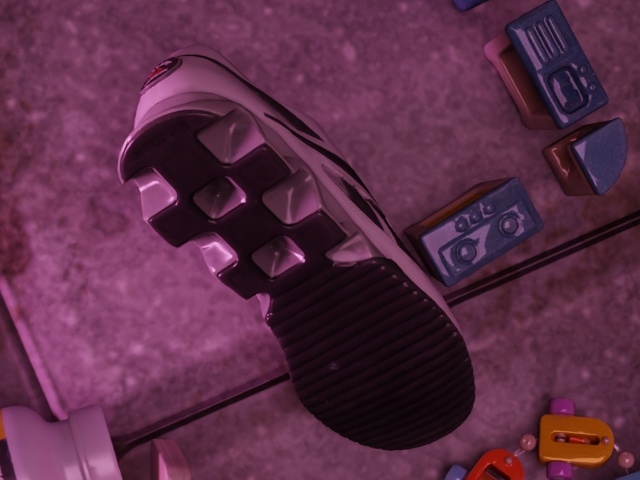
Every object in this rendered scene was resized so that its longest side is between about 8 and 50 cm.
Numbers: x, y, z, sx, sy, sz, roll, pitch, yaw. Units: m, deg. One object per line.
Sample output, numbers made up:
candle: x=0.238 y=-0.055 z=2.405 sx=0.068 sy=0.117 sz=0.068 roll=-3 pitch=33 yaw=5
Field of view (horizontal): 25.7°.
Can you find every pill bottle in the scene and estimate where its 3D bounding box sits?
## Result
pill bottle: x=-0.220 y=0.165 z=0.896 sx=0.184 sy=0.103 sz=0.103 roll=-16 pitch=94 yaw=-10

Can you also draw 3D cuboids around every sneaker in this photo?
sneaker: x=0.000 y=0.000 z=0.933 sx=0.122 sy=0.146 sz=0.330 roll=-26 pitch=121 yaw=17

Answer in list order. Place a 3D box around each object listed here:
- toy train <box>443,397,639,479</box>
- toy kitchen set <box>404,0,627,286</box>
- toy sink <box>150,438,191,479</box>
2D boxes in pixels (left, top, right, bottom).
toy train: x=0.176 y=0.186 z=0.990 sx=0.166 sy=0.046 sz=0.125 roll=30 pitch=72 yaw=14
toy kitchen set: x=0.104 y=-0.098 z=0.946 sx=0.166 sy=0.122 sz=0.207 roll=-31 pitch=96 yaw=-9
toy sink: x=-0.041 y=0.250 z=0.908 sx=0.131 sy=0.153 sz=0.234 roll=0 pitch=89 yaw=-11
